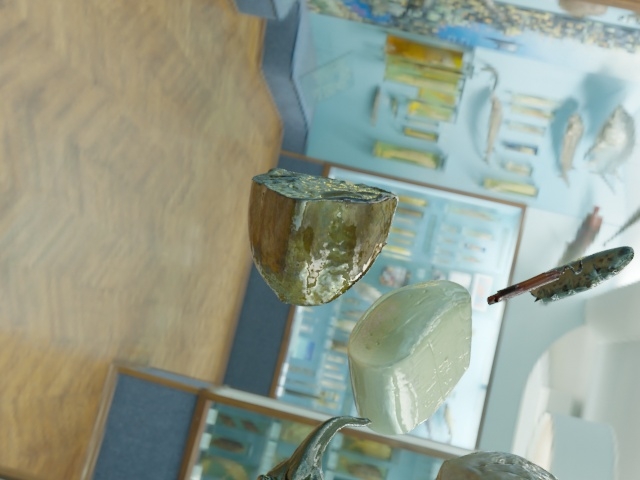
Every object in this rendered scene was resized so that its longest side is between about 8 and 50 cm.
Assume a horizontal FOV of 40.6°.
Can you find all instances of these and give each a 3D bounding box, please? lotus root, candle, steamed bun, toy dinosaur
[{"bbox_3d":[0.000,0.000,1.226,0.188,0.199,0.180,-146,-124,-65],"label":"lotus root"},{"bbox_3d":[0.345,0.070,1.398,0.026,0.167,0.021,26,47,-49],"label":"candle"},{"bbox_3d":[0.139,0.178,1.429,0.250,0.154,0.200,-41,135,-34],"label":"steamed bun"},{"bbox_3d":[-0.020,0.284,0.933,0.179,0.087,0.187,-20,123,-72],"label":"toy dinosaur"}]

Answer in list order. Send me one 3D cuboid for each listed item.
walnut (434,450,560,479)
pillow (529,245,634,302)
[{"bbox_3d":[0.193,0.303,0.844,0.178,0.230,0.178,-39,-175,4],"label":"walnut"},{"bbox_3d":[0.457,0.071,1.565,0.093,0.051,0.241,-43,-169,-37],"label":"pillow"}]
